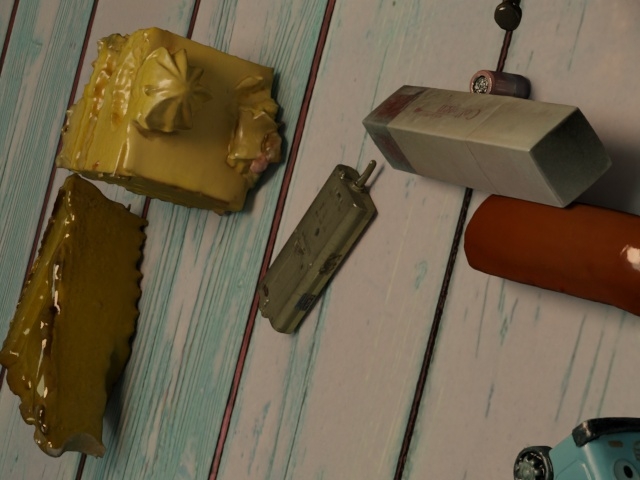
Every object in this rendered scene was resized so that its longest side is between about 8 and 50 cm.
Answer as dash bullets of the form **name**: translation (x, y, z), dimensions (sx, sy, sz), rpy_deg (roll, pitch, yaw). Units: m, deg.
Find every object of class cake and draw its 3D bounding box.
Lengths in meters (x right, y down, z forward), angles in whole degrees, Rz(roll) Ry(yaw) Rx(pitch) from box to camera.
- **cake**: translation (-0.200, -0.165, 2.107), dimensions (0.286, 0.227, 0.222), rpy_deg (11, 87, 57)

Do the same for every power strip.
- **power strip**: translation (0.000, 0.000, 1.920), dimensions (0.268, 0.034, 0.092), rpy_deg (-56, 37, 28)

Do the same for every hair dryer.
- **hair dryer**: translation (0.210, -0.134, 1.641), dimensions (0.037, 0.063, 0.114), rpy_deg (-43, 60, 37)

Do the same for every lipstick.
- **lipstick**: translation (0.166, -0.106, 1.607), dimensions (0.076, 0.080, 0.371), rpy_deg (-40, 21, -13)

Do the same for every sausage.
- **sausage**: translation (0.249, 0.008, 1.489), dimensions (0.348, 0.094, 0.097), rpy_deg (16, 87, 58)

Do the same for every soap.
- **soap**: translation (-0.350, 0.112, 2.285), dimensions (0.304, 0.169, 0.338), rpy_deg (48, 120, 52)

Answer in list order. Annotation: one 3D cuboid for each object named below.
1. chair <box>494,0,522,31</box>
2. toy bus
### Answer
- **chair**: translation (0.159, -0.515, 1.477), dimensions (0.410, 0.364, 0.362), rpy_deg (-57, -4, -49)
- **toy bus**: translation (0.227, 0.288, 1.386), dimensions (0.271, 0.133, 0.165), rpy_deg (-48, 47, 40)
